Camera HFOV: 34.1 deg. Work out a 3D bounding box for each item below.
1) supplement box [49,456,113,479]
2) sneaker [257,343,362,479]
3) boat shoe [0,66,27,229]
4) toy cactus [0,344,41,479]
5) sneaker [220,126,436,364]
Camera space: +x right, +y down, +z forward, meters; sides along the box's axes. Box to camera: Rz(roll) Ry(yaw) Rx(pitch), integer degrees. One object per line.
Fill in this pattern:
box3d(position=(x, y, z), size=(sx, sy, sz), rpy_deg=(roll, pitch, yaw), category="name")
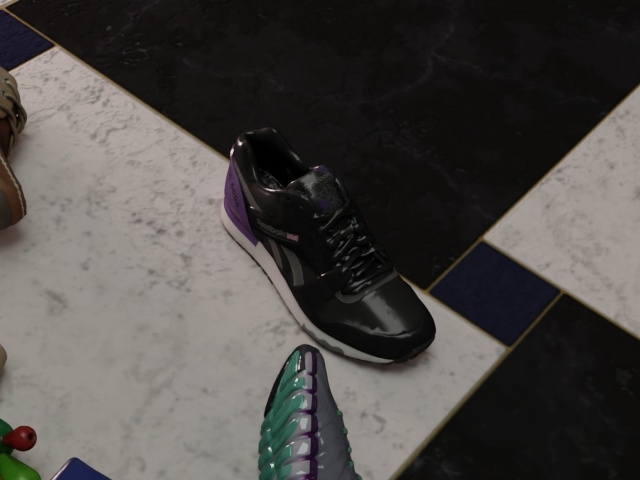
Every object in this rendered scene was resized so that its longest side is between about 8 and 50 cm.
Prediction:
box3d(position=(-0.177, 0.350, 0.625), size=(0.194, 0.195, 0.356), rpy_deg=(26, 49, 16), category="supplement box")
box3d(position=(0.003, 0.196, 0.884), size=(0.098, 0.083, 0.223), rpy_deg=(19, 50, -18), category="sneaker")
box3d(position=(-0.369, -0.142, 1.097), size=(0.116, 0.123, 0.324), rpy_deg=(-20, 55, -26), category="boat shoe")
box3d(position=(-0.323, 0.143, 0.868), size=(0.219, 0.112, 0.180), rpy_deg=(8, 37, 11), category="toy cactus")
box3d(position=(0.000, 0.000, 1.012), size=(0.107, 0.124, 0.283), rpy_deg=(-32, 59, -30), category="sneaker")
